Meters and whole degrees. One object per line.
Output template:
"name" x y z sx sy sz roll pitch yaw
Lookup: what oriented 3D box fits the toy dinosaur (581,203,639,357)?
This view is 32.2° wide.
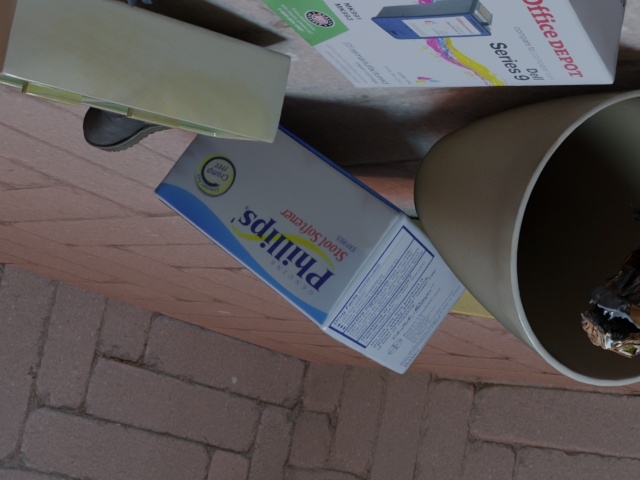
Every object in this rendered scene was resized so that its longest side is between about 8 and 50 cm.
"toy dinosaur" 0.352 -0.028 0.905 0.164 0.322 0.218 29 149 33

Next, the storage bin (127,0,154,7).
"storage bin" -0.074 -0.218 0.672 0.091 0.135 0.098 0 167 0

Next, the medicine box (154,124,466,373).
"medicine box" 0.000 0.000 1.274 0.263 0.149 0.289 37 179 26

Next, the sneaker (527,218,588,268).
"sneaker" 0.303 0.020 1.172 0.286 0.130 0.109 22 145 46

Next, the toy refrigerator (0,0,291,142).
"toy refrigerator" -0.168 -0.153 0.989 0.269 0.094 0.102 12 180 -39

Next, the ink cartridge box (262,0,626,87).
"ink cartridge box" 0.090 -0.177 0.770 0.212 0.093 0.154 2 164 29

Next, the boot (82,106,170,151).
"boot" -0.254 -0.166 1.166 0.190 0.076 0.208 -17 159 37

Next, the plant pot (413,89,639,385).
"plant pot" 0.212 -0.027 1.054 0.256 0.256 0.274 18 -176 -27

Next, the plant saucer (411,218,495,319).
"plant saucer" 0.150 0.035 1.683 0.333 0.081 0.333 8 167 12
